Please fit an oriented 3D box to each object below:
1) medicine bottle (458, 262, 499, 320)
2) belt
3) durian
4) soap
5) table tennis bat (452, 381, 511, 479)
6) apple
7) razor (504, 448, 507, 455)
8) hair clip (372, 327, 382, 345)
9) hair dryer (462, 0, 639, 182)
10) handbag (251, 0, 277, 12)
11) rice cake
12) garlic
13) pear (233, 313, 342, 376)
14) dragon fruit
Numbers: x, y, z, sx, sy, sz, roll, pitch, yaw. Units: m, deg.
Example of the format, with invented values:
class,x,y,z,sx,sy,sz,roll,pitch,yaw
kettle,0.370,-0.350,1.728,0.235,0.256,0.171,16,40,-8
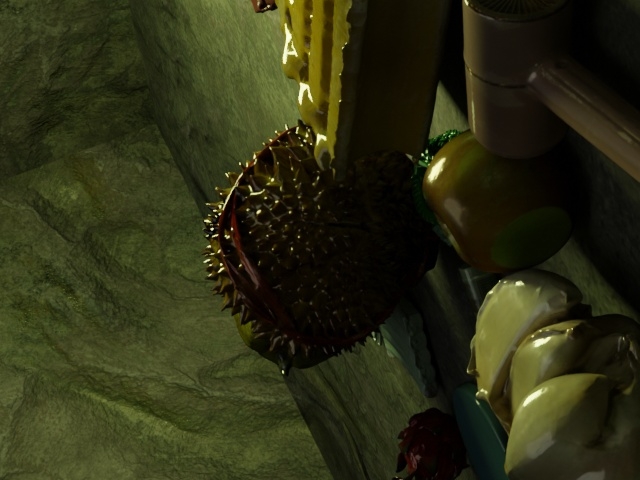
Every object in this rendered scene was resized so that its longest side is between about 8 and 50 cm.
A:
class,x,y,z,sx,sy,sz,roll,pitch,yaw
medicine bottle,0.217,0.067,1.706,0.047,0.047,0.083,-165,53,-75
belt,0.161,-0.063,1.644,0.121,0.079,0.151,-138,28,-64
durian,0.003,-0.004,1.791,0.384,0.348,0.347,81,163,-60
soap,0.038,-0.286,1.522,0.335,0.156,0.293,92,165,-56
table tennis bat,0.282,0.374,1.986,0.215,0.044,0.329,113,136,-72
apple,0.189,-0.046,1.383,0.163,0.147,0.146,79,165,-49
razor,0.290,0.262,1.785,0.028,0.044,0.154,33,155,13
hair clip,0.092,0.151,2.437,0.030,0.039,0.115,-120,11,-57
hair dryer,0.251,-0.100,1.167,0.344,0.107,0.189,50,160,39
handbag,-0.096,-0.504,2.013,0.275,0.084,0.260,69,166,-6
rice cake,0.140,0.157,2.231,0.198,0.037,0.189,-139,30,-66
garlic,0.278,0.154,1.319,0.281,0.185,0.203,-96,23,-46
pear,-0.026,0.055,2.111,0.287,0.287,0.375,88,-168,-59
dragon fruit,0.187,0.352,2.154,0.121,0.130,0.142,-31,-69,-63
